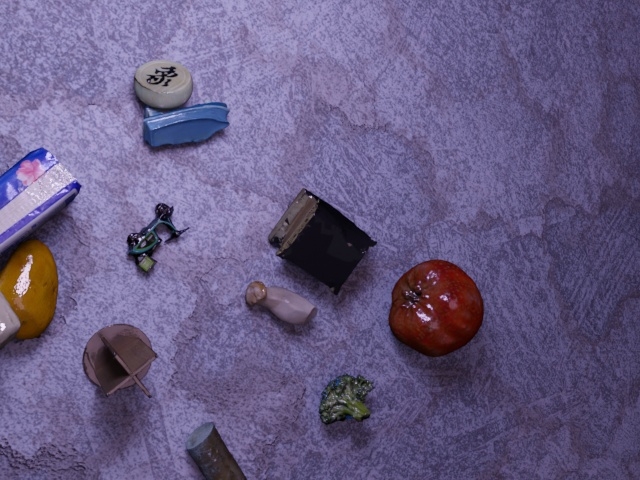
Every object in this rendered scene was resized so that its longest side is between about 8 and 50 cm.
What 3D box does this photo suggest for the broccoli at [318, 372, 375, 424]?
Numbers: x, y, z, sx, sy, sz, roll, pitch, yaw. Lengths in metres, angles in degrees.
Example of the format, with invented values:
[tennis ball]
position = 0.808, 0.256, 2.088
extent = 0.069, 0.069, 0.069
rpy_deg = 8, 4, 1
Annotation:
[broccoli]
position = 0.080, 0.467, 1.643
extent = 0.167, 0.160, 0.154
rpy_deg = -1, 118, -37

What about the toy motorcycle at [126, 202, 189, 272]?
[toy motorcycle]
position = -0.419, -0.012, 1.448
extent = 0.100, 0.058, 0.173
rpy_deg = 45, 73, -27

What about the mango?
[mango]
position = -0.663, 0.109, 1.285
extent = 0.147, 0.109, 0.227
rpy_deg = 11, 80, -58

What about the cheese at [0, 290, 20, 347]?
[cheese]
position = -0.732, 0.191, 1.194
extent = 0.159, 0.263, 0.093
rpy_deg = 54, 31, 1

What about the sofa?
[sofa]
position = 0.000, 0.000, 1.621
extent = 0.258, 0.182, 0.200
rpy_deg = 34, 93, -22

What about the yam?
[yam]
position = -0.261, 0.611, 1.510
extent = 0.093, 0.093, 0.259
rpy_deg = -33, 104, -22

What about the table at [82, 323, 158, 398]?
[table]
position = -0.457, 0.292, 1.334
extent = 0.167, 0.227, 0.167
rpy_deg = 0, 90, -27

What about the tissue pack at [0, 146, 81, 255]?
[tissue pack]
position = -0.669, -0.072, 1.236
extent = 0.270, 0.209, 0.137
rpy_deg = -44, 109, -19

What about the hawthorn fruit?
[hawthorn fruit]
position = 0.372, 0.217, 1.743
extent = 0.330, 0.287, 0.287
rpy_deg = 27, 78, -39

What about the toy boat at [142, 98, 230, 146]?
[toy boat]
position = -0.344, -0.315, 1.467
extent = 0.238, 0.109, 0.098
rpy_deg = -16, 63, -25

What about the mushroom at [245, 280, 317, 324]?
[mushroom]
position = -0.106, 0.176, 1.580
extent = 0.213, 0.097, 0.088
rpy_deg = 28, 89, -23

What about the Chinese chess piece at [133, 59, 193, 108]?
[Chinese chess piece]
position = -0.390, -0.391, 1.419
extent = 0.144, 0.058, 0.144
rpy_deg = 5, 52, -7
